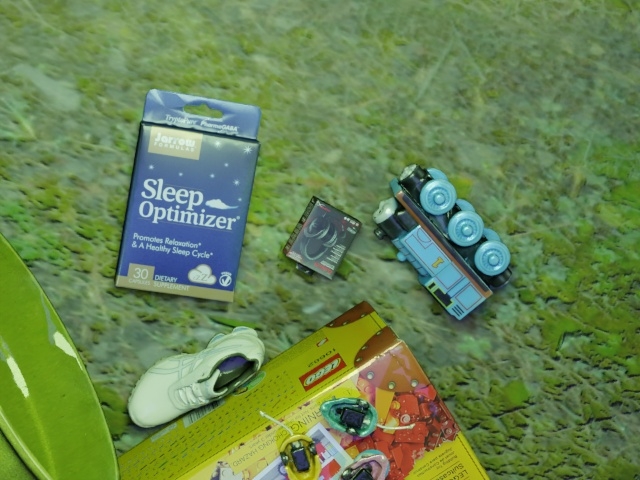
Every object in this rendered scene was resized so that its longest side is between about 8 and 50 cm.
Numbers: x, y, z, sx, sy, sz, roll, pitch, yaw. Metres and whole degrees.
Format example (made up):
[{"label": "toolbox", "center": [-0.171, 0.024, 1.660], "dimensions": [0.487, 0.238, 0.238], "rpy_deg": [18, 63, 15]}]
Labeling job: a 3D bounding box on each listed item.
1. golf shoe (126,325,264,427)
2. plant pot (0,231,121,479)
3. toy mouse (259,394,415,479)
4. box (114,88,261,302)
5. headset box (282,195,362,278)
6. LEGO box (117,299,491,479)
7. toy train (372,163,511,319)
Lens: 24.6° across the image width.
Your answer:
[{"label": "golf shoe", "center": [-0.143, 0.161, 1.673], "dimensions": [0.176, 0.086, 0.069], "rpy_deg": [-33, 107, 0]}, {"label": "plant pot", "center": [-0.449, 0.194, 1.503], "dimensions": [0.353, 0.366, 0.366], "rpy_deg": [-27, 105, 3]}, {"label": "toy mouse", "center": [0.030, 0.216, 1.543], "dimensions": [0.143, 0.031, 0.161], "rpy_deg": [-24, 103, -4]}, {"label": "box", "center": [-0.147, -0.050, 1.655], "dimensions": [0.136, 0.036, 0.225], "rpy_deg": [8, 99, -11]}, {"label": "headset box", "center": [0.000, 0.000, 1.691], "dimensions": [0.062, 0.032, 0.083], "rpy_deg": [29, 94, -14]}, {"label": "LEGO box", "center": [-0.044, 0.367, 1.676], "dimensions": [0.500, 0.193, 0.372], "rpy_deg": [-33, 104, -2]}, {"label": "toy train", "center": [0.139, -0.001, 1.693], "dimensions": [0.105, 0.080, 0.184], "rpy_deg": [-41, 105, 6]}]
